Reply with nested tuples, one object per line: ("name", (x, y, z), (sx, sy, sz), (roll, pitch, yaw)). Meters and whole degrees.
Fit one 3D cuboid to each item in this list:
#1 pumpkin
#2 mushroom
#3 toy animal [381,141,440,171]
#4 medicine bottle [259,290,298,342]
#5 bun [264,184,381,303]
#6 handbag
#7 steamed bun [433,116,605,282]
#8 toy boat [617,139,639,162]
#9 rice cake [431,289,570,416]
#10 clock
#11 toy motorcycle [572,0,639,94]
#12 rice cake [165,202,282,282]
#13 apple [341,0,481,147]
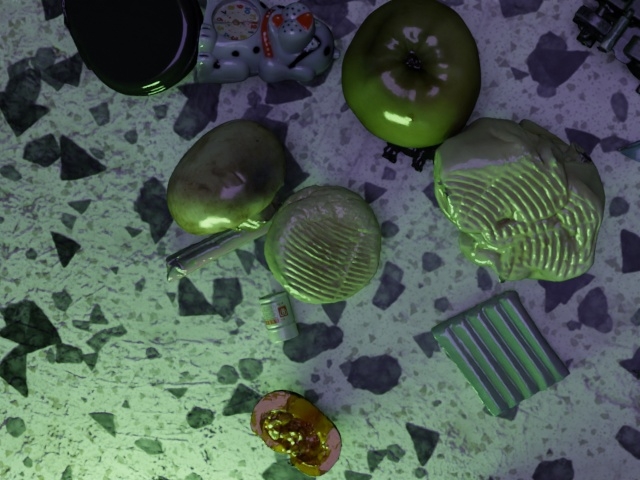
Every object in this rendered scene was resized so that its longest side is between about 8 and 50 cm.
("pumpkin", (-0.039, 0.362, 1.893), (0.183, 0.107, 0.119), (39, 92, 11))
("mushroom", (-0.166, -0.109, 1.815), (0.184, 0.255, 0.255), (34, 100, -22))
("toy animal", (0.186, -0.159, 1.841), (0.135, 0.047, 0.065), (22, 90, 12))
("medicine bottle", (-0.079, 0.145, 1.904), (0.057, 0.057, 0.089), (-16, 93, 10))
("bun", (0.000, 0.000, 1.830), (0.220, 0.134, 0.221), (-3, 106, -10))
("handbag", (-0.350, -0.419, 1.872), (0.253, 0.093, 0.308), (-29, 86, 17))
("steamed bun", (0.346, -0.087, 1.745), (0.275, 0.206, 0.320), (-25, 117, 22))
("toy boat", (0.598, -0.162, 1.788), (0.122, 0.034, 0.096), (-19, 92, 19))
("rice cake", (0.334, 0.207, 1.854), (0.189, 0.037, 0.198), (-29, 90, 11))
("clock", (-0.090, -0.361, 1.814), (0.253, 0.189, 0.189), (8, 96, 3))
("toy motorcycle", (0.563, -0.383, 1.729), (0.275, 0.127, 0.205), (38, 99, 11))
("rice cake", (-0.186, 0.004, 1.911), (0.269, 0.055, 0.049), (-27, 95, 8))
("apple", (0.156, -0.292, 1.739), (0.262, 0.262, 0.263), (1, 95, 9))
